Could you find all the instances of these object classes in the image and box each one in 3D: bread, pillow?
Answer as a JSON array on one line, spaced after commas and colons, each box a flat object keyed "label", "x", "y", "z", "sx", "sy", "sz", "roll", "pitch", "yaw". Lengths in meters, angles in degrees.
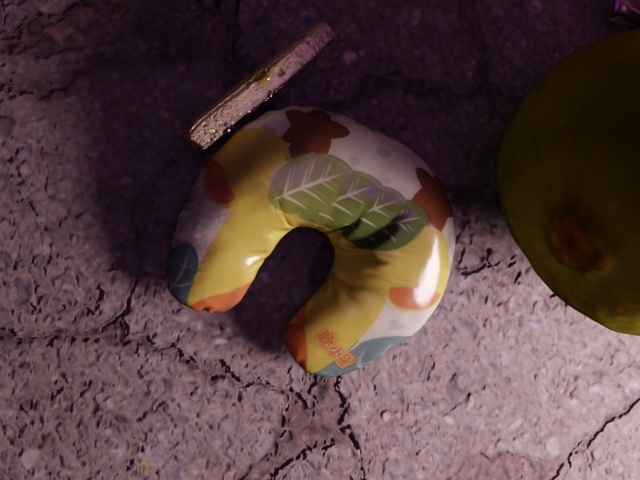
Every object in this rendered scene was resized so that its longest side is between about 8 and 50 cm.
[{"label": "bread", "x": -0.052, "y": -0.129, "z": 0.737, "sx": 0.154, "sy": 0.068, "sz": 0.028, "roll": -41, "pitch": 97, "yaw": -8}, {"label": "pillow", "x": 0.000, "y": 0.000, "z": 0.743, "sx": 0.233, "sy": 0.086, "sz": 0.214, "roll": 32, "pitch": 94, "yaw": -11}]

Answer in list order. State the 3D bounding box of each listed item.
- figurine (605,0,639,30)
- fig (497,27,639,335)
[{"label": "figurine", "x": 0.337, "y": -0.269, "z": 0.800, "sx": 0.115, "sy": 0.095, "sz": 0.156, "roll": 11, "pitch": 90, "yaw": 1}, {"label": "fig", "x": 0.317, "y": -0.060, "z": 0.718, "sx": 0.326, "sy": 0.258, "sz": 0.258, "roll": -18, "pitch": 92, "yaw": -24}]
